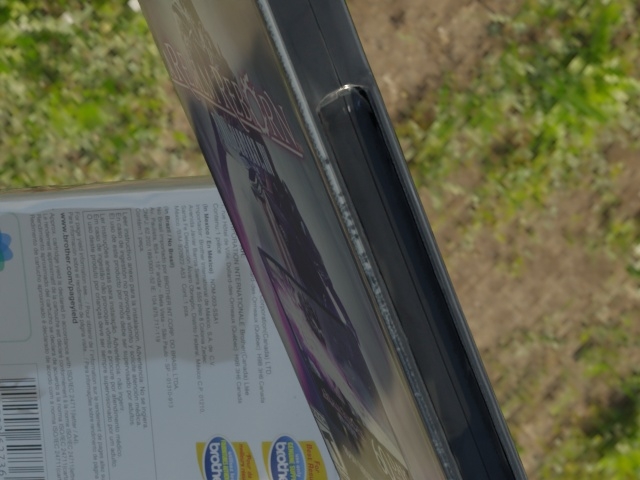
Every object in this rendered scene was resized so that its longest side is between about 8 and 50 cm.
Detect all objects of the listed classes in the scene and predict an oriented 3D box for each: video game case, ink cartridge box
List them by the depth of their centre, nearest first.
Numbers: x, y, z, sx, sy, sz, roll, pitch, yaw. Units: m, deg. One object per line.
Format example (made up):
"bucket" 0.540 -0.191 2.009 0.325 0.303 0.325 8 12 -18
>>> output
"video game case" 0.000 0.000 0.499 0.026 0.196 0.274 -26 109 -10
"ink cartridge box" -0.089 0.059 0.880 0.065 0.311 0.186 -28 114 -72
